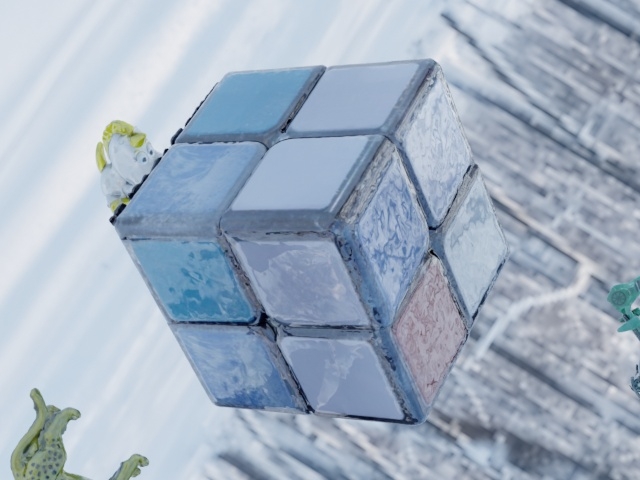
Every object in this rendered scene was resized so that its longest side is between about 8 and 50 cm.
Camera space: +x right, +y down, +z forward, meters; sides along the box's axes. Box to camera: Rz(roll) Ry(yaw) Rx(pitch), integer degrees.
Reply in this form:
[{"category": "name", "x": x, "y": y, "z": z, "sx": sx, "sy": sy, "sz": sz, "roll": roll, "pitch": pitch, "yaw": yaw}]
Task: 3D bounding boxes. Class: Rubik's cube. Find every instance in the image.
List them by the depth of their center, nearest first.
[{"category": "Rubik's cube", "x": 0.000, "y": 0.000, "z": 1.827, "sx": 0.316, "sy": 0.318, "sz": 0.313, "roll": -57, "pitch": 136, "yaw": -39}]

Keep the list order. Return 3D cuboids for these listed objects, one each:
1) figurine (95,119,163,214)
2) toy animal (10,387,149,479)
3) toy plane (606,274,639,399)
[{"category": "figurine", "x": -0.289, "y": -0.115, "z": 2.354, "sx": 0.109, "sy": 0.129, "sz": 0.178, "roll": -43, "pitch": -178, "yaw": -29}, {"category": "toy animal", "x": -0.275, "y": 0.262, "z": 1.680, "sx": 0.073, "sy": 0.181, "sz": 0.136, "roll": -20, "pitch": -145, "yaw": 53}, {"category": "toy plane", "x": 0.454, "y": 0.161, "z": 2.071, "sx": 0.096, "sy": 0.235, "sz": 0.060, "roll": -36, "pitch": 180, "yaw": 23}]
